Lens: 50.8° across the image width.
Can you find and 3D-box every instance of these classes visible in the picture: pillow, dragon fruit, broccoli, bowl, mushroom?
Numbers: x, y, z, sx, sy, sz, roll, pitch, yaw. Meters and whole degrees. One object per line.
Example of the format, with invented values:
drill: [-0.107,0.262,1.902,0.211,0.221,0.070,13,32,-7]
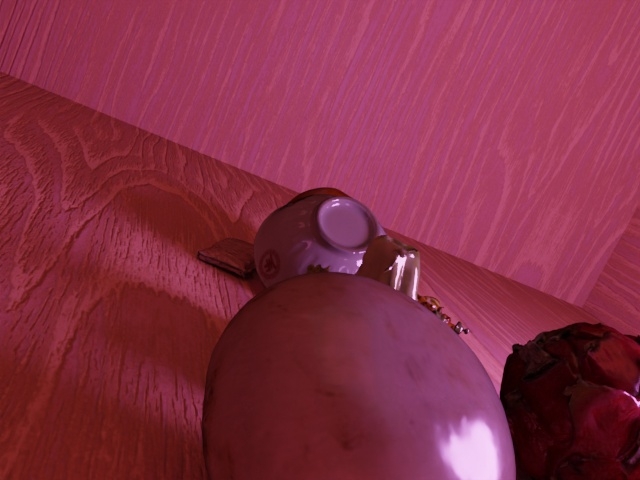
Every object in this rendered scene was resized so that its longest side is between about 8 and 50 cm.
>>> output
pillow: [-0.197,0.035,1.597,0.126,0.043,0.232,21,12,10]
dragon fruit: [0.450,0.289,1.094,0.329,0.329,0.329,24,11,-5]
broccoli: [0.083,0.136,1.069,0.293,0.280,0.348,15,12,-35]
bowl: [0.035,0.008,1.466,0.337,0.157,0.337,11,53,-15]
mushroom: [0.027,0.216,0.724,0.362,0.294,0.362,31,35,-25]

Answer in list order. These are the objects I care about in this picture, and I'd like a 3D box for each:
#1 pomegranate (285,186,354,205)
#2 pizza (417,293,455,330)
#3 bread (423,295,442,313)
pomegranate: [0.000,0.000,1.724,0.229,0.270,0.252,1,-38,36]
pizza: [0.227,0.185,1.624,0.182,0.073,0.365,-7,29,-24]
bread: [0.278,0.192,1.760,0.083,0.094,0.157,19,3,-6]
